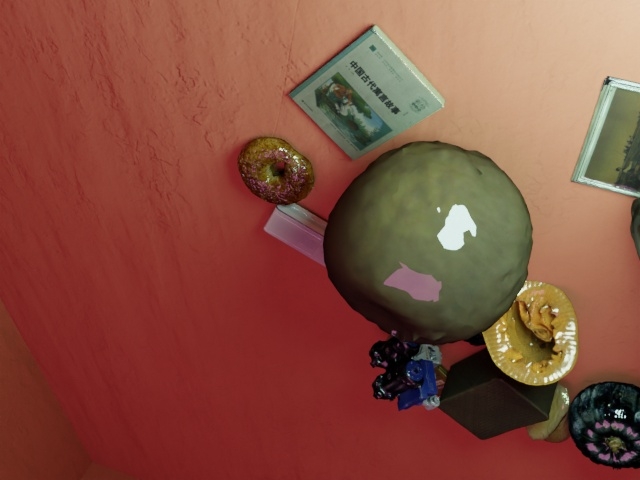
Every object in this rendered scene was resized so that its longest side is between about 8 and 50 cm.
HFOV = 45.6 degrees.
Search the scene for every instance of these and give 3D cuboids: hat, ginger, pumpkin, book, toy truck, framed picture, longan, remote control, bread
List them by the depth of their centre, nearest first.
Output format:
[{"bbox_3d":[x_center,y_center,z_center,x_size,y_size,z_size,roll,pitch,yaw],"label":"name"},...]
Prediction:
[{"bbox_3d":[0.588,-0.173,1.397,0.197,0.014,0.252,17,139,14],"label":"framed picture"},{"bbox_3d":[0.213,0.018,1.536,0.404,0.404,0.436,34,137,-6],"label":"longan"},{"bbox_3d":[0.088,-0.291,1.557,0.215,0.025,0.283,43,140,-15],"label":"book"},{"bbox_3d":[-0.107,-0.159,1.784,0.193,0.064,0.193,14,135,15],"label":"bread"},{"bbox_3d":[0.503,0.238,1.811,0.244,0.233,0.233,22,168,26],"label":"hat"},{"bbox_3d":[0.730,0.453,1.868,0.233,0.163,0.233,13,127,18],"label":"pumpkin"},{"bbox_3d":[0.000,0.000,1.896,0.277,0.055,0.103,31,141,-4],"label":"remote control"},{"bbox_3d":[0.242,0.332,1.999,0.177,0.213,0.161,12,147,-26],"label":"toy truck"},{"bbox_3d":[0.629,0.457,2.001,0.123,0.115,0.193,10,134,-11],"label":"ginger"}]

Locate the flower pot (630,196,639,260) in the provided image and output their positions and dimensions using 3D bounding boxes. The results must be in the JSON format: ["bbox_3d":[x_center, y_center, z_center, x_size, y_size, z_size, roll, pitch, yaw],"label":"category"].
[{"bbox_3d":[0.687,0.008,1.334,0.213,0.301,0.301,-20,126,9],"label":"flower pot"}]

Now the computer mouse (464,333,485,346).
[{"bbox_3d":[0.356,0.187,1.872,0.147,0.077,0.241,-9,128,34],"label":"computer mouse"}]

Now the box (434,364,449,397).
[{"bbox_3d":[0.336,0.396,2.149,0.133,0.023,0.090,44,140,-18],"label":"box"}]

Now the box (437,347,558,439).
[{"bbox_3d":[0.461,0.390,1.977,0.184,0.143,0.273,37,141,-10],"label":"box"}]
